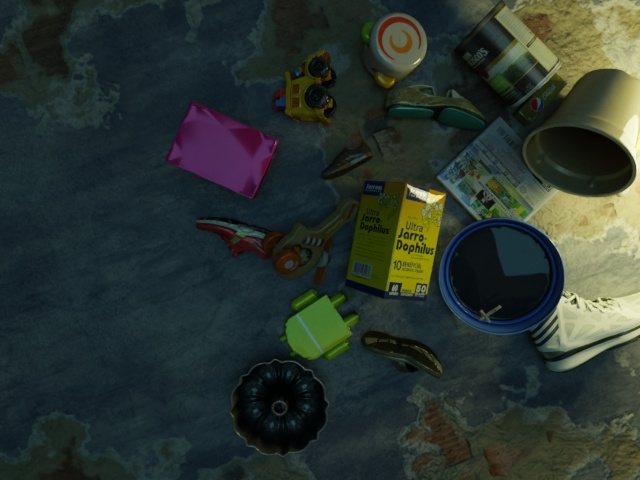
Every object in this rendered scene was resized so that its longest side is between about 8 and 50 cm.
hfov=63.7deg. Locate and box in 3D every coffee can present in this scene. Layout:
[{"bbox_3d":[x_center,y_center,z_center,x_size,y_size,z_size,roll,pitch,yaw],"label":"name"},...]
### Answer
[{"bbox_3d":[0.601,-0.596,1.659,0.275,0.201,0.201,43,91,-3],"label":"coffee can"}]

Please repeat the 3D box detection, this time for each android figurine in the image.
[{"bbox_3d":[-0.007,0.295,1.760,0.273,0.056,0.248,-35,93,0],"label":"android figurine"}]

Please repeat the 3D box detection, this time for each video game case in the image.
[{"bbox_3d":[0.610,-0.202,1.762,0.300,0.036,0.329,-44,94,1],"label":"video game case"}]

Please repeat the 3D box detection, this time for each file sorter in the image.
[{"bbox_3d":[-0.305,-0.279,1.664,0.291,0.182,0.202,24,91,-3],"label":"file sorter"}]

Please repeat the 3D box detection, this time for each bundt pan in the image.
[{"bbox_3d":[-0.137,0.544,1.735,0.331,0.124,0.330,0,93,-2],"label":"bundt pan"}]

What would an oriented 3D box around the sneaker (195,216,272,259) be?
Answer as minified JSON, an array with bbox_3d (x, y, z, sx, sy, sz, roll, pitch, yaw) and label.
[{"bbox_3d":[-0.289,-0.004,1.718,0.279,0.107,0.118,17,97,-2],"label":"sneaker"}]

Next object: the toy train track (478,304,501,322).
[{"bbox_3d":[0.554,0.238,1.685,0.083,0.014,0.048,-37,79,13],"label":"toy train track"}]

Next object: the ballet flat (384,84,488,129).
[{"bbox_3d":[0.390,-0.454,1.712,0.349,0.123,0.123,8,92,-2],"label":"ballet flat"}]

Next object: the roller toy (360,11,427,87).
[{"bbox_3d":[0.238,-0.621,1.678,0.191,0.146,0.209,-25,92,-11],"label":"roller toy"}]

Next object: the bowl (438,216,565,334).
[{"bbox_3d":[0.592,0.114,1.702,0.392,0.077,0.390,3,99,17],"label":"bowl"}]

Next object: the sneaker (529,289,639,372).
[{"bbox_3d":[0.908,0.229,1.721,0.448,0.169,0.257,-31,95,3],"label":"sneaker"}]

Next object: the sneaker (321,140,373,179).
[{"bbox_3d":[0.081,-0.271,1.741,0.189,0.066,0.071,-26,76,-5],"label":"sneaker"}]

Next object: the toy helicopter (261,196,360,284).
[{"bbox_3d":[0.000,0.000,1.692,0.355,0.140,0.235,-41,133,2],"label":"toy helicopter"}]

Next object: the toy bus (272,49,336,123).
[{"bbox_3d":[-0.059,-0.498,1.692,0.212,0.149,0.220,2,90,14],"label":"toy bus"}]

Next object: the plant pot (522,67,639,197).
[{"bbox_3d":[0.865,-0.356,1.627,0.334,0.334,0.305,35,72,-3],"label":"plant pot"}]

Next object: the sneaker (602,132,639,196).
[{"bbox_3d":[1.005,-0.272,1.754,0.126,0.091,0.240,14,93,16],"label":"sneaker"}]

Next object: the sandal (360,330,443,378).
[{"bbox_3d":[0.275,0.394,1.757,0.303,0.120,0.086,20,120,0],"label":"sandal"}]

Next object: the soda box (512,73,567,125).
[{"bbox_3d":[0.740,-0.477,1.740,0.061,0.058,0.181,42,91,-3],"label":"soda box"}]

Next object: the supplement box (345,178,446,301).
[{"bbox_3d":[0.238,-0.001,1.647,0.194,0.195,0.356,8,93,-38],"label":"supplement box"}]
